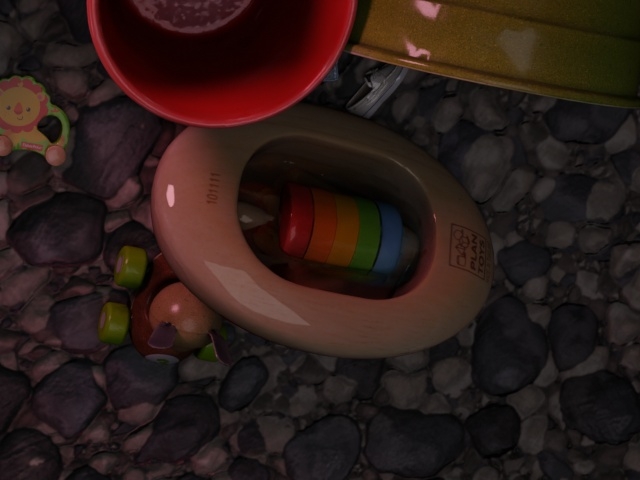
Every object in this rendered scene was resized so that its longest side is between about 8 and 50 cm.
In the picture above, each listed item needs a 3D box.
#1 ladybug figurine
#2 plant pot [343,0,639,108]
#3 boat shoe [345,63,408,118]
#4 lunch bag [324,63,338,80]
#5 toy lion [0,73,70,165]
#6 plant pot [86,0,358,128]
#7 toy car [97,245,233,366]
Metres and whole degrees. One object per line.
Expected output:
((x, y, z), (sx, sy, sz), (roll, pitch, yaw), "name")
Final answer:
((0.000, 0.000, 1.679), (0.449, 0.162, 0.305), (16, 65, -22), "ladybug figurine")
((0.206, -0.355, 1.544), (0.366, 0.366, 0.353), (7, 101, -19), "plant pot")
((0.068, -0.192, 1.729), (0.035, 0.035, 0.100), (34, 105, -28), "boat shoe")
((-0.025, -0.219, 1.668), (0.083, 0.071, 0.053), (-3, 113, -15), "lunch bag")
((-0.337, -0.142, 1.633), (0.100, 0.034, 0.096), (11, 100, -20), "toy lion")
((-0.121, -0.279, 1.517), (0.275, 0.243, 0.275), (-5, 112, -12), "plant pot")
((-0.167, 0.104, 1.691), (0.155, 0.188, 0.149), (12, 107, -20), "toy car")
